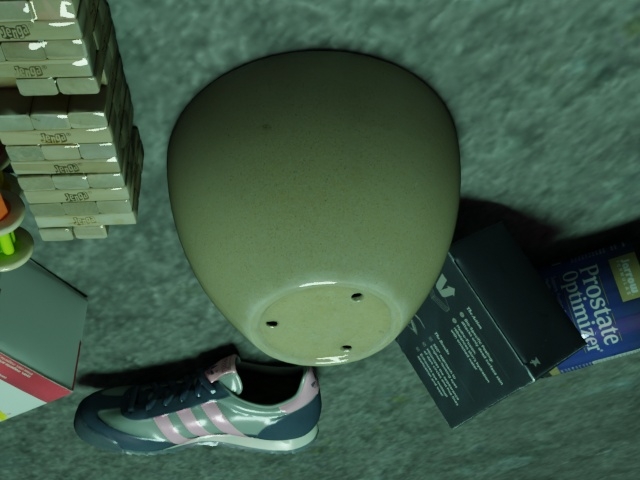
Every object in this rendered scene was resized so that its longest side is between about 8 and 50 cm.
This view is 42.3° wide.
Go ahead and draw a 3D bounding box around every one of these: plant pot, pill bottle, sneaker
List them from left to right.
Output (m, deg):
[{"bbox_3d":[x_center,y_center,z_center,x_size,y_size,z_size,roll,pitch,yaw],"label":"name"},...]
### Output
[{"bbox_3d":[-0.156,0.198,1.068,0.319,0.112,0.131,0,124,-10],"label":"sneaker"},{"bbox_3d":[0.000,0.000,0.753,0.284,0.191,0.284,-3,141,-3],"label":"plant pot"},{"bbox_3d":[0.328,0.067,0.920,0.219,0.123,0.123,-20,138,18],"label":"pill bottle"}]

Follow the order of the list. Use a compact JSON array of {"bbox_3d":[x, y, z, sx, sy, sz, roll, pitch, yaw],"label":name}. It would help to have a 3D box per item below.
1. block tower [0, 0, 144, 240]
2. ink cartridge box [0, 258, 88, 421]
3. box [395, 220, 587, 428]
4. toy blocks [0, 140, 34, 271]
[{"bbox_3d":[-0.210,-0.141,0.639,0.091,0.097,0.335,-3,143,-2],"label":"block tower"},{"bbox_3d":[-0.370,0.114,0.905,0.176,0.128,0.127,-24,137,22],"label":"ink cartridge box"},{"bbox_3d":[0.165,0.092,0.876,0.093,0.156,0.158,-22,163,-33],"label":"box"},{"bbox_3d":[-0.288,-0.063,0.702,0.054,0.123,0.148,-13,144,-17],"label":"toy blocks"}]
